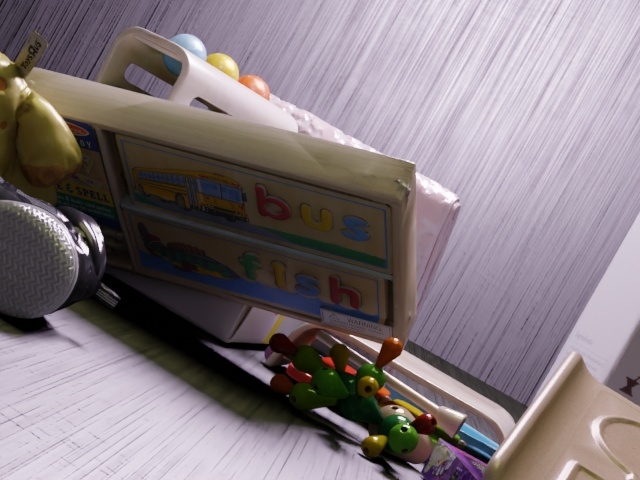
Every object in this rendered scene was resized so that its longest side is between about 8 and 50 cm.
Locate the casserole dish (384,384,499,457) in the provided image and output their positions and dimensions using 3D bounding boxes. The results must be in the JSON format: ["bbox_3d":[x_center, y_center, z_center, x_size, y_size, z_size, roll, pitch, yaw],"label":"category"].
[{"bbox_3d":[0.150,0.233,2.024,0.188,0.037,0.114,30,2,41],"label":"casserole dish"}]

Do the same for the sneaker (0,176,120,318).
[{"bbox_3d":[-0.281,-0.019,1.330,0.268,0.101,0.153,36,3,21],"label":"sneaker"}]

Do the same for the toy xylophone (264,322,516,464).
[{"bbox_3d":[0.083,0.175,1.814,0.323,0.081,0.236,30,6,21],"label":"toy xylophone"}]

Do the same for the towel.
[{"bbox_3d":[0.000,0.000,2.213,0.332,0.317,0.053,30,29,19],"label":"towel"}]

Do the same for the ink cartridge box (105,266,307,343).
[{"bbox_3d":[-0.142,-0.001,1.997,0.279,0.160,0.385,29,1,12],"label":"ink cartridge box"}]

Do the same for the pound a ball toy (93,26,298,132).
[{"bbox_3d":[-0.107,-0.151,2.046,0.208,0.135,0.319,28,1,32],"label":"pound a ball toy"}]

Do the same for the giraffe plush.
[{"bbox_3d":[-0.341,-0.088,1.528,0.181,0.170,0.210,35,-41,14],"label":"giraffe plush"}]

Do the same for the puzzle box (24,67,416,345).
[{"bbox_3d":[-0.099,-0.029,1.663,0.409,0.052,0.272,15,-33,14],"label":"puzzle box"}]

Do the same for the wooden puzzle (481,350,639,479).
[{"bbox_3d":[0.314,0.271,1.445,0.348,0.080,0.322,36,26,10],"label":"wooden puzzle"}]

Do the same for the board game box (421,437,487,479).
[{"bbox_3d":[0.273,0.311,1.575,0.347,0.056,0.208,29,6,-10],"label":"board game box"}]

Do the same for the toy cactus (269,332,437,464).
[{"bbox_3d":[0.052,0.164,1.639,0.219,0.112,0.180,18,-17,49],"label":"toy cactus"}]

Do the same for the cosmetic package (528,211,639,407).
[{"bbox_3d":[0.437,0.156,1.995,0.230,0.453,0.161,28,2,-14],"label":"cosmetic package"}]
